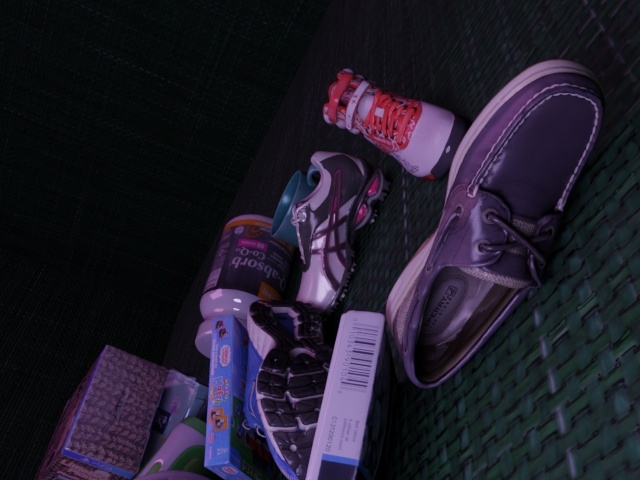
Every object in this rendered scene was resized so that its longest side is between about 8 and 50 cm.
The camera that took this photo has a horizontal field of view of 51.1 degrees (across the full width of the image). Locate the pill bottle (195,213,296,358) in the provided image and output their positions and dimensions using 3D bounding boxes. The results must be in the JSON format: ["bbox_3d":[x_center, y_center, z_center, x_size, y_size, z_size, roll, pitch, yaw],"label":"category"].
[{"bbox_3d":[-0.148,0.098,1.336,0.162,0.162,0.278,129,158,-51],"label":"pill bottle"}]

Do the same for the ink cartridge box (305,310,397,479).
[{"bbox_3d":[0.034,0.202,0.609,0.208,0.045,0.206,74,-155,-55],"label":"ink cartridge box"}]

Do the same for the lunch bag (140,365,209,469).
[{"bbox_3d":[-0.316,0.404,1.481,0.223,0.160,0.262,-66,8,-12],"label":"lunch bag"}]

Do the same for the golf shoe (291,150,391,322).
[{"bbox_3d":[0.000,0.000,1.003,0.105,0.120,0.272,-159,90,-75],"label":"golf shoe"}]

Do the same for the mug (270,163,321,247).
[{"bbox_3d":[-0.015,-0.052,1.185,0.158,0.097,0.129,-34,35,66],"label":"mug"}]

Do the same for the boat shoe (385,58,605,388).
[{"bbox_3d":[0.134,0.004,0.519,0.092,0.103,0.285,-95,26,-52],"label":"boat shoe"}]

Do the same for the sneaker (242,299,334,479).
[{"bbox_3d":[-0.030,0.201,0.845,0.330,0.130,0.147,-115,29,-68],"label":"sneaker"}]

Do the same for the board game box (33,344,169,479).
[{"bbox_3d":[-0.455,0.397,1.374,0.291,0.141,0.232,-47,24,39],"label":"board game box"}]

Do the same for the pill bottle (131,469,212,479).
[{"bbox_3d":[-0.166,0.430,0.724,0.408,0.229,0.229,-169,101,-76],"label":"pill bottle"}]

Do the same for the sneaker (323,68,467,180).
[{"bbox_3d":[0.081,-0.155,0.866,0.270,0.145,0.090,-114,48,-72],"label":"sneaker"}]

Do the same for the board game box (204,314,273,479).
[{"bbox_3d":[-0.110,0.235,0.946,0.160,0.039,0.211,62,-161,-51],"label":"board game box"}]

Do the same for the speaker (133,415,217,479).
[{"bbox_3d":[-0.290,0.468,1.203,0.296,0.131,0.131,-52,4,-29],"label":"speaker"}]
